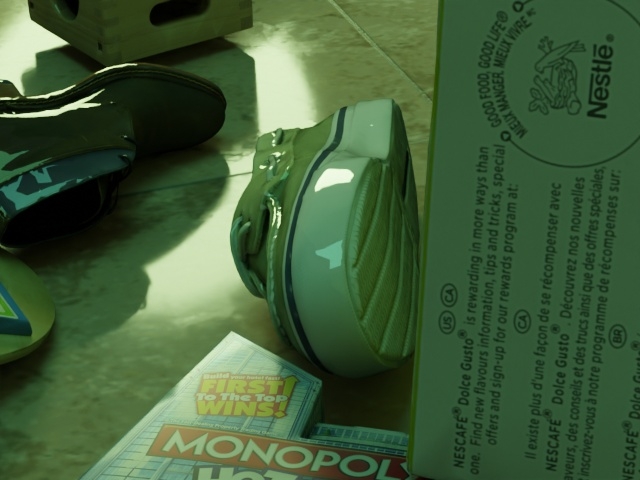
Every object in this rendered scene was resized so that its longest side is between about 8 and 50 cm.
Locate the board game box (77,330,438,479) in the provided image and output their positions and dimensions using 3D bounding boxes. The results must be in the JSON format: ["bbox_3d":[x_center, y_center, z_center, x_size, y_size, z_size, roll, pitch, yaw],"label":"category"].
[{"bbox_3d":[-0.016,0.117,0.720,0.194,0.060,0.194,5,31,13],"label":"board game box"}]

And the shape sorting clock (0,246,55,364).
[{"bbox_3d":[-0.243,0.019,0.884,0.206,0.040,0.206,21,16,-6],"label":"shape sorting clock"}]

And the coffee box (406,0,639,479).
[{"bbox_3d":[0.244,-0.085,0.731,0.334,0.338,0.337,8,20,17],"label":"coffee box"}]

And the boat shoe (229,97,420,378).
[{"bbox_3d":[0.000,0.000,0.901,0.094,0.109,0.302,-13,15,10],"label":"boat shoe"}]

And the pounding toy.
[{"bbox_3d":[-0.184,-0.203,1.269,0.181,0.094,0.206,-20,34,-30],"label":"pounding toy"}]

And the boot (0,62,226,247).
[{"bbox_3d":[-0.136,-0.046,1.028,0.219,0.082,0.106,-9,50,-35],"label":"boot"}]
